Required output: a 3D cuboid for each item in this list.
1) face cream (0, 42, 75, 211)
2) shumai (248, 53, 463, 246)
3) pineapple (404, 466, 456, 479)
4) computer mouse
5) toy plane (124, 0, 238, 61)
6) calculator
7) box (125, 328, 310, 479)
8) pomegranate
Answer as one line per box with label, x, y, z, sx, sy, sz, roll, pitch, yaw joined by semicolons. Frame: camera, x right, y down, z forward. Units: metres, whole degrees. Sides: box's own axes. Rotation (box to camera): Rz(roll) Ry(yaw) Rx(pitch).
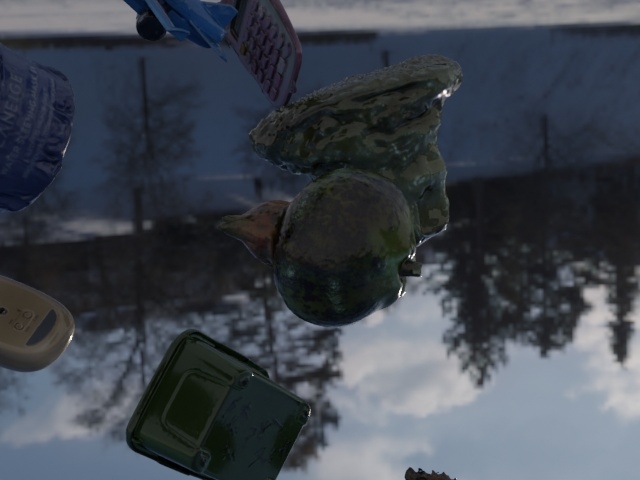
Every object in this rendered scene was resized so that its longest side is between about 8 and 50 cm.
face cream;-0.523;-0.185;1.857;0.225;0.249;0.249;21;171;-39
shumai;0.098;-0.138;2.185;0.397;0.323;0.324;-20;-173;1
pineapple;0.232;0.553;2.527;0.166;0.193;0.166;-32;178;-1
computer mouse;-0.524;0.137;2.038;0.236;0.082;0.145;20;-124;14
toy plane;-0.229;-0.338;1.615;0.271;0.105;0.254;31;-159;-20
calculator;-0.106;-0.378;2.226;0.043;0.294;0.194;-16;150;-28
box;-0.180;0.338;2.286;0.178;0.253;0.328;23;172;37
pomegranate;0.003;0.014;1.726;0.276;0.204;0.222;-14;-152;38
